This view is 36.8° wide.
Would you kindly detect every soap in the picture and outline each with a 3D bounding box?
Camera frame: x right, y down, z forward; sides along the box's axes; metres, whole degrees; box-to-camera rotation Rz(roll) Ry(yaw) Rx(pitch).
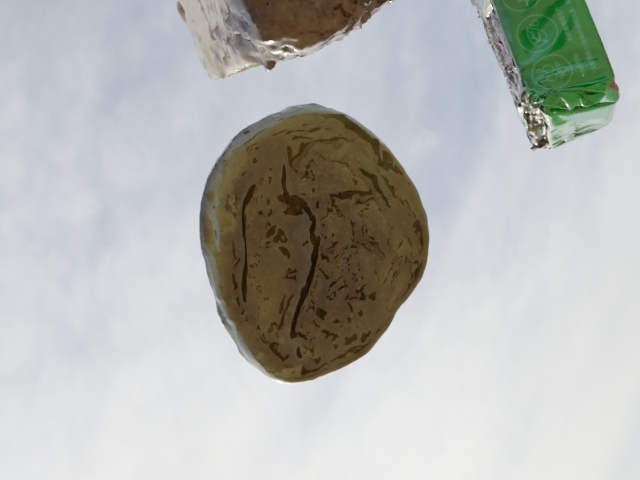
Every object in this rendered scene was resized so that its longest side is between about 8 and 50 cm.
[{"bbox_3d":[0.211,-0.241,0.986,0.218,0.098,0.273,25,-136,-74],"label":"soap"}]

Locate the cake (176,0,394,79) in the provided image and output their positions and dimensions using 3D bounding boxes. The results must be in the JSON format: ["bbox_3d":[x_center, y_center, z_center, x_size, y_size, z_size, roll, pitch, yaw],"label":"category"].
[{"bbox_3d":[-0.062,-0.176,0.394,0.246,0.112,0.135,40,-108,-27],"label":"cake"}]

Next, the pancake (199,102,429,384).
[{"bbox_3d":[0.000,0.000,1.005,0.294,0.049,0.294,-4,-83,-32],"label":"pancake"}]
